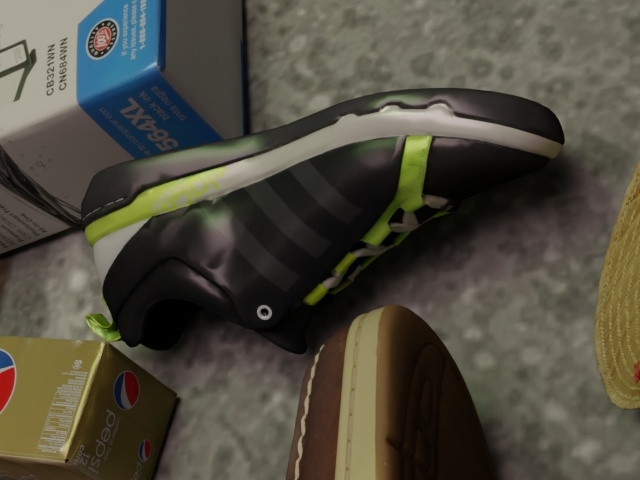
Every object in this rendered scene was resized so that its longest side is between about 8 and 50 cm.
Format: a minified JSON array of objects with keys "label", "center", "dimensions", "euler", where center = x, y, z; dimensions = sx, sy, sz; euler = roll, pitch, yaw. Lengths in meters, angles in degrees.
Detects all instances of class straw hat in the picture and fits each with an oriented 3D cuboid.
[{"label":"straw hat","center":[0.156,0.005,0.533],"dimensions":[0.061,0.144,0.144],"euler":[18,67,-5]}]

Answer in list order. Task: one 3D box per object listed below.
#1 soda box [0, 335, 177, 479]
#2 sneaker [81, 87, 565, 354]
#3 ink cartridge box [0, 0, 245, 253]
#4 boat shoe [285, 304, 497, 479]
[{"label":"soda box","center":[-0.160,0.081,0.682],"dimensions":[0.181,0.061,0.058],"euler":[1,63,32]},{"label":"sneaker","center":[0.000,0.000,0.641],"dimensions":[0.235,0.084,0.097],"euler":[-13,81,26]},{"label":"ink cartridge box","center":[-0.146,-0.086,0.758],"dimensions":[0.203,0.086,0.148],"euler":[-19,54,21]},{"label":"boat shoe","center":[-0.008,0.186,0.492],"dimensions":[0.123,0.123,0.342],"euler":[-9,64,25]}]
